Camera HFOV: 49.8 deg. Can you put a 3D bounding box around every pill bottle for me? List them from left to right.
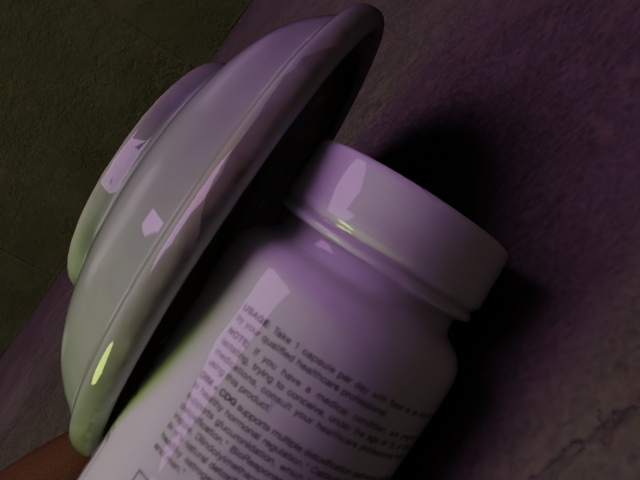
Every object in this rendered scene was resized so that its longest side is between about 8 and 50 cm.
[{"bbox_3d":[-0.018,0.092,0.424,0.283,0.160,0.160,-57,22,2],"label":"pill bottle"}]

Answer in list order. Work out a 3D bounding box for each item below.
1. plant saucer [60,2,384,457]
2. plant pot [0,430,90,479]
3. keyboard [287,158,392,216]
[{"bbox_3d":[-0.095,-0.026,0.554,0.400,0.101,0.400,-57,-1,-2],"label":"plant saucer"},{"bbox_3d":[-0.203,0.261,0.543,0.237,0.237,0.254,-50,9,19],"label":"plant pot"},{"bbox_3d":[0.000,0.000,0.682,0.317,0.033,0.201,11,75,66],"label":"keyboard"}]
